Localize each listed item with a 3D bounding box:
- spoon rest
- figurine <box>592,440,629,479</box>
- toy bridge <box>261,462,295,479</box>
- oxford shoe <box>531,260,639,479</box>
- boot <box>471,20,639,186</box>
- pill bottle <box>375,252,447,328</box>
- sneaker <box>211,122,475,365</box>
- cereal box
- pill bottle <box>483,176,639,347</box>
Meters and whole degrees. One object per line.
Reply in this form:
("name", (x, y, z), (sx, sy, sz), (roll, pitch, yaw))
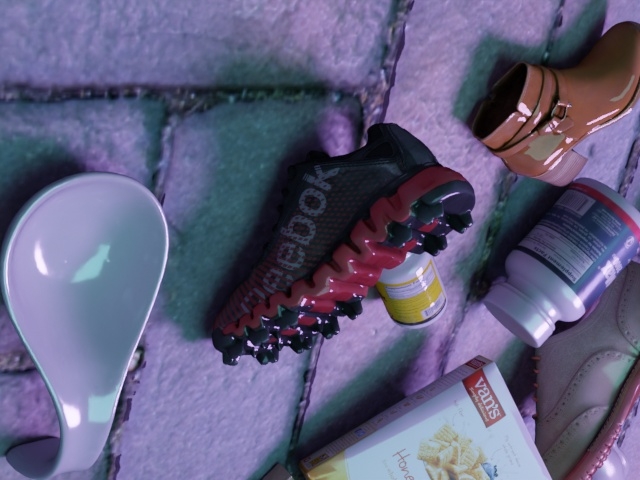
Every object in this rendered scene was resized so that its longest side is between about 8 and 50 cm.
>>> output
("spoon rest", (-0.189, 0.075, 0.808), (0.137, 0.084, 0.276), (-7, 121, -39))
("figurine", (0.317, 0.304, 1.406), (0.215, 0.092, 0.209), (-38, 131, -18))
("toy bridge", (-0.025, 0.309, 1.146), (0.063, 0.026, 0.188), (-44, 136, -9))
("oxford shoe", (0.313, 0.201, 1.297), (0.397, 0.146, 0.140), (-53, 163, -7))
("boot", (0.246, -0.155, 1.054), (0.152, 0.073, 0.197), (21, 98, -42))
("pill bottle", (0.083, 0.030, 1.031), (0.065, 0.065, 0.116), (-40, 136, -15))
("sneaker", (0.000, 0.000, 0.919), (0.276, 0.135, 0.098), (-40, 154, 19))
("cereal box", (0.119, 0.257, 1.132), (0.240, 0.047, 0.173), (-29, 101, -10))
("pill bottle", (0.271, 0.028, 1.165), (0.180, 0.108, 0.108), (-47, 137, -6))
